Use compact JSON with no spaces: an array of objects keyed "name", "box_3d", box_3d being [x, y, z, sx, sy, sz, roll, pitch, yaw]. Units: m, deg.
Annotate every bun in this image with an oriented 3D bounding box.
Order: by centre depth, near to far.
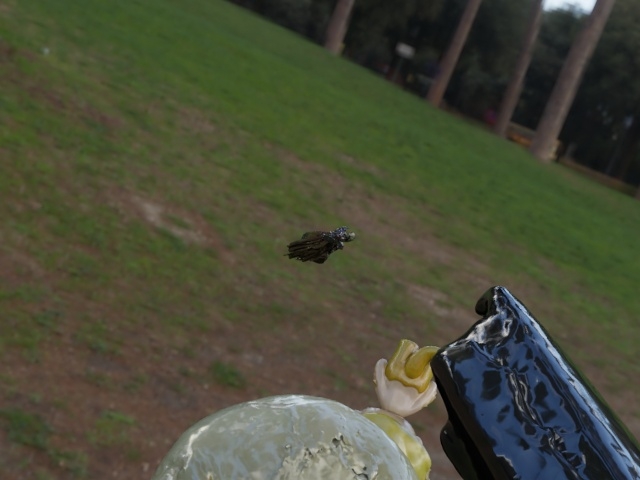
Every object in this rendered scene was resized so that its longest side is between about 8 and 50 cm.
[{"name":"bun","box_3d":[-0.020,0.267,0.930,0.287,0.287,0.146,18,-13,-21]}]

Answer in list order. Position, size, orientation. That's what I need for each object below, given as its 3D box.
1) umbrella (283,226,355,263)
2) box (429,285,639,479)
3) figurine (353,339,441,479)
[{"name":"umbrella","box_3d":[0.000,0.002,0.680,0.031,0.020,0.083,7,-4,-17]},{"name":"box","box_3d":[0.195,0.222,0.602,0.350,0.091,0.359,48,9,-52]},{"name":"figurine","box_3d":[0.089,0.251,1.501,0.156,0.246,0.131,21,-18,2]}]
